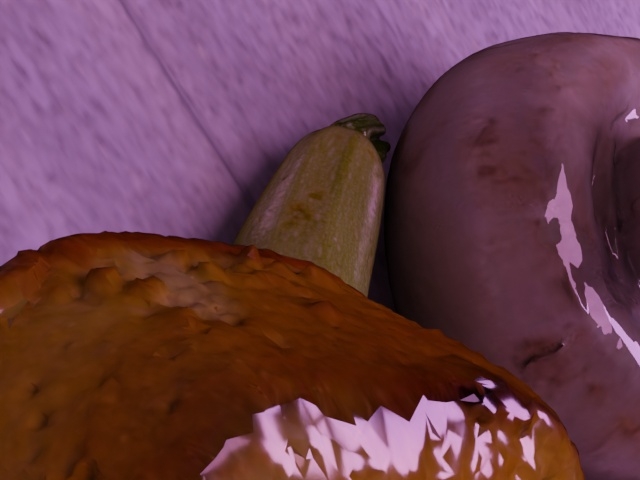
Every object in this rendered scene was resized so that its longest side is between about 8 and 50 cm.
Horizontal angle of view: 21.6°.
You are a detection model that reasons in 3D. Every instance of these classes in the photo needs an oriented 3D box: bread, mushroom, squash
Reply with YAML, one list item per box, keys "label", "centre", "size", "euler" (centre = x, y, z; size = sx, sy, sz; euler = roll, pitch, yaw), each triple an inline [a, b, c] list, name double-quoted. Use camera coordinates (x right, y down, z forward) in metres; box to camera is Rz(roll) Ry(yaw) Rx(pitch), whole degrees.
- label: "bread"
  centre: [-0.041, 0.166, 0.710]
  size: [0.358, 0.204, 0.337]
  euler: [0, 92, -46]
- label: "mushroom"
  centre: [0.198, 0.003, 1.014]
  size: [0.297, 0.290, 0.297]
  euler: [16, 68, -43]
- label: "squash"
  centre: [0.000, 0.000, 0.948]
  size: [0.094, 0.094, 0.224]
  euler: [48, 41, -27]
